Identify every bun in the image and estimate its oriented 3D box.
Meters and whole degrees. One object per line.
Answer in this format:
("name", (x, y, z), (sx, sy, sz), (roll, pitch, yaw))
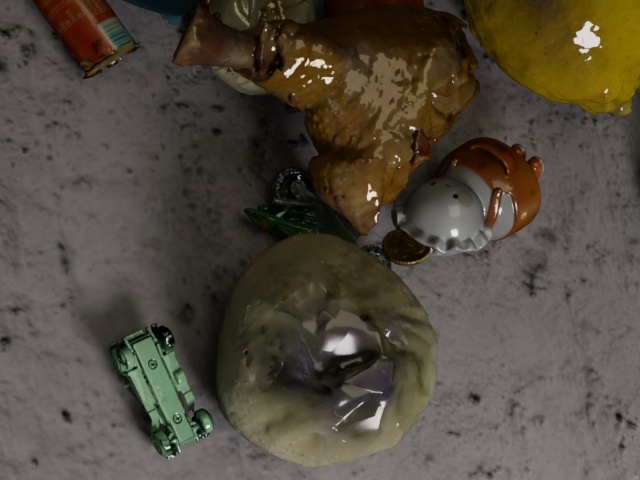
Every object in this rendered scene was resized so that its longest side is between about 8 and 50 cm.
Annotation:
("bun", (0.014, 0.128, 1.459), (0.272, 0.168, 0.273), (2, 86, -21))
("bun", (-0.075, -0.273, 1.592), (0.164, 0.111, 0.188), (32, 58, -22))

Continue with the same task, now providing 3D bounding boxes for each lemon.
("lemon", (0.331, -0.337, 1.749), (0.316, 0.285, 0.285), (42, 57, -34))

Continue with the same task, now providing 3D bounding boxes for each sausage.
("sausage", (-0.316, -0.314, 1.500), (0.083, 0.083, 0.264), (-36, 91, -32))

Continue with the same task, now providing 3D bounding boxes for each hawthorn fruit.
("hawthorn fruit", (0.074, -0.297, 1.677), (0.132, 0.133, 0.138), (-28, 104, -32))

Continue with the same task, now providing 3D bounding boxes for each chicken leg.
("chicken leg", (0.016, -0.157, 1.490), (0.409, 0.182, 0.295), (9, 80, -36))

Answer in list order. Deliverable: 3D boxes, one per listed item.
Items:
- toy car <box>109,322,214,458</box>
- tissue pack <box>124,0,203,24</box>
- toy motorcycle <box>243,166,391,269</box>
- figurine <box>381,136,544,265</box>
("toy car", (-0.177, 0.166, 1.425), (0.073, 0.054, 0.143), (-27, 91, -31))
("tissue pack", (-0.180, -0.397, 1.504), (0.198, 0.206, 0.287), (17, 41, -7))
("toy motorcycle", (0.000, 0.000, 1.571), (0.190, 0.074, 0.106), (45, 67, -8))
("figurine", (0.181, -0.041, 1.642), (0.271, 0.143, 0.143), (-42, 96, -21))
